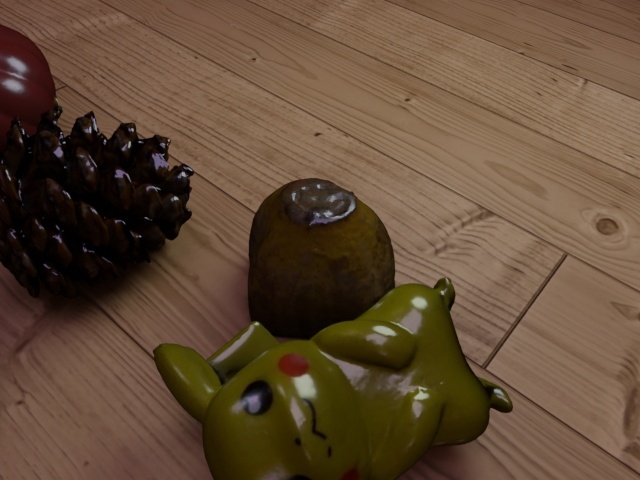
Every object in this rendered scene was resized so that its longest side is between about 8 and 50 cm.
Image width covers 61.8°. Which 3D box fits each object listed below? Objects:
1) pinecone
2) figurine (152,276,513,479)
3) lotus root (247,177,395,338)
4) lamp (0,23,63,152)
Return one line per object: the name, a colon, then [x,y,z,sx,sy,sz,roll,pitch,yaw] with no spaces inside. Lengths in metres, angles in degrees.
pinecone: [-0.286,-0.050,0.642,0.273,0.224,0.224,-21,52,-27]
figurine: [0.005,0.149,0.506,0.327,0.169,0.218,-17,74,-27]
lotus root: [0.001,0.000,0.643,0.188,0.180,0.199,-1,48,0]
lamp: [-0.496,-0.207,0.770,0.227,0.227,0.227,2,47,-2]
